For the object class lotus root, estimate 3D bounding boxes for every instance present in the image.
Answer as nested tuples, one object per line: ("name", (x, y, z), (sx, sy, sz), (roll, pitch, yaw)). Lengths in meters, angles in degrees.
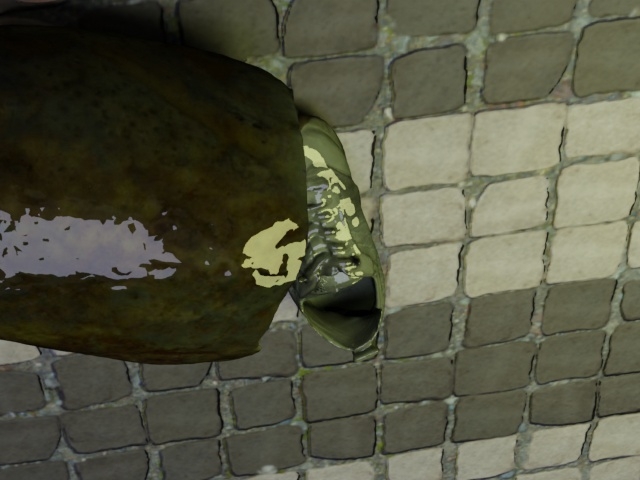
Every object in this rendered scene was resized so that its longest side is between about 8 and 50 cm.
("lotus root", (-0.196, -0.037, 1.108), (0.346, 0.250, 0.250), (7, 134, -16))

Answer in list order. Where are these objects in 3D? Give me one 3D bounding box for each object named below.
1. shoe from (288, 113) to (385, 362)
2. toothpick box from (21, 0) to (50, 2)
("shoe", (0.000, 0.000, 1.294), (0.103, 0.098, 0.275), (-23, 136, 4))
("toothpick box", (-0.198, -0.248, 0.978), (0.098, 0.098, 0.149), (-13, 136, -1))
